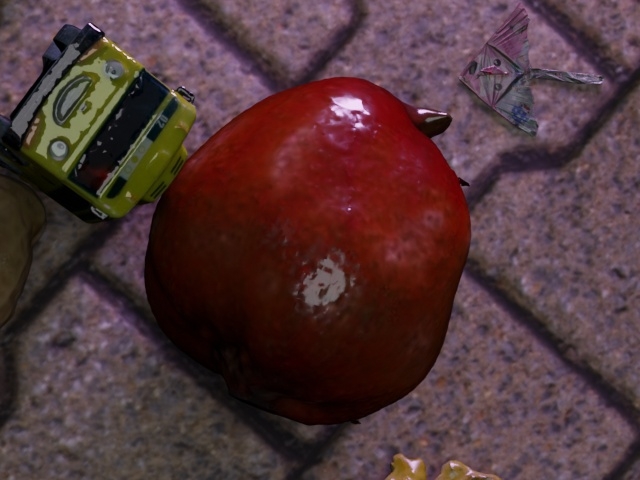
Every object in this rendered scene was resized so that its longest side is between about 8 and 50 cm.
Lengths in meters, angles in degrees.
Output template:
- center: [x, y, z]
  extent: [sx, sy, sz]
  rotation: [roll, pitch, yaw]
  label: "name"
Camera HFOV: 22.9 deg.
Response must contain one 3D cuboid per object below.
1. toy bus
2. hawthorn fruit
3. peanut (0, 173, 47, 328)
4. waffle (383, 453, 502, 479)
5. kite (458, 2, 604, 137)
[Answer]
- center: [-0.200, -0.093, 1.369]
  extent: [0.150, 0.262, 0.128]
  rotation: [37, 82, -11]
  label: "toy bus"
- center: [-0.013, 0.006, 1.403]
  extent: [0.295, 0.295, 0.311]
  rotation: [9, 84, -11]
  label: "hawthorn fruit"
- center: [-0.343, 0.060, 1.385]
  extent: [0.130, 0.130, 0.290]
  rotation: [40, 64, -8]
  label: "peanut"
- center: [0.105, 0.374, 1.513]
  extent: [0.302, 0.068, 0.325]
  rotation: [41, 83, -7]
  label: "waffle"
- center: [0.211, -0.171, 1.585]
  extent: [0.153, 0.005, 0.137]
  rotation: [-6, 90, -13]
  label: "kite"
